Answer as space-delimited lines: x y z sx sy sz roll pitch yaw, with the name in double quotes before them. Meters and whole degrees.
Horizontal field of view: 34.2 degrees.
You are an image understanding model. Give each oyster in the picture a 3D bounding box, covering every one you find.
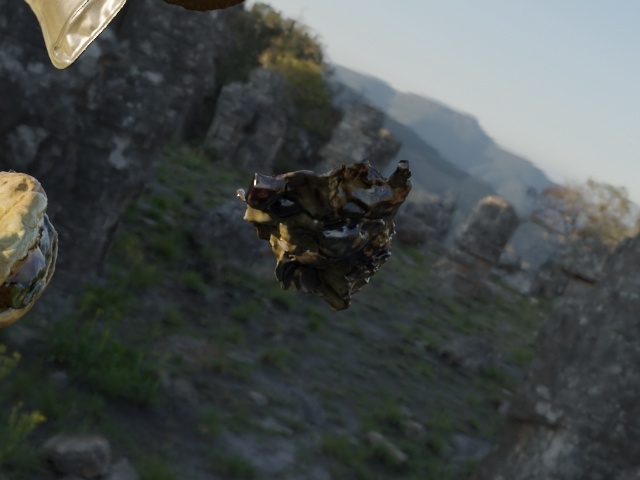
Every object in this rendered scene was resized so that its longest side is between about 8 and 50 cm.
"oyster" -0.003 0.005 1.395 0.221 0.096 0.361 4 -28 -3

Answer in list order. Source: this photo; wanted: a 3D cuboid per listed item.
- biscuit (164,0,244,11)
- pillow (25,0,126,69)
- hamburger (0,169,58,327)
"biscuit" -0.190 -0.481 1.631 0.262 0.262 0.037 21 39 -14
"pillow" -0.273 -0.280 1.123 0.033 0.130 0.217 28 20 -49
"hamburger" -0.535 0.044 1.677 0.209 0.330 0.162 17 -41 34
